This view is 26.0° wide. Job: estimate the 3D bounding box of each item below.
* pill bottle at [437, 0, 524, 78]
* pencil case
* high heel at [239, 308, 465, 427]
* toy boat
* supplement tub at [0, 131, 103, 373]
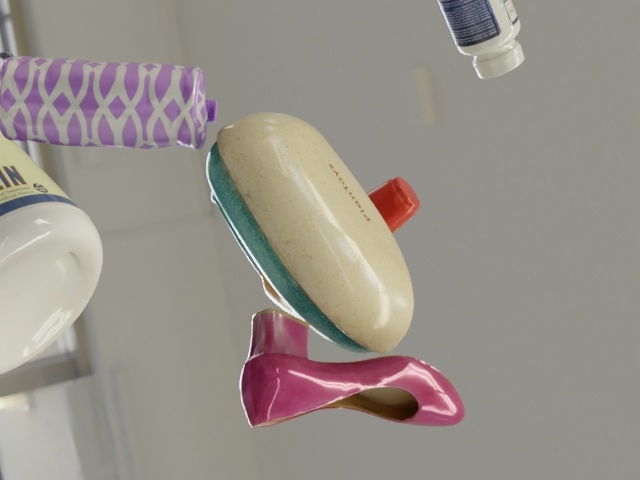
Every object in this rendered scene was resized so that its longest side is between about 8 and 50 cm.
[{"bbox_3d":[0.154,-0.222,1.350,0.067,0.067,0.120,17,-43,61],"label":"pill bottle"},{"bbox_3d":[-0.206,-0.129,1.321,0.088,0.206,0.086,69,26,-83],"label":"pencil case"},{"bbox_3d":[0.034,0.153,1.264,0.082,0.244,0.117,-34,-141,38],"label":"high heel"},{"bbox_3d":[0.000,0.000,1.399,0.148,0.318,0.267,-36,-98,18],"label":"toy boat"},{"bbox_3d":[-0.422,-0.029,1.534,0.325,0.235,0.235,43,-39,24],"label":"supplement tub"}]
